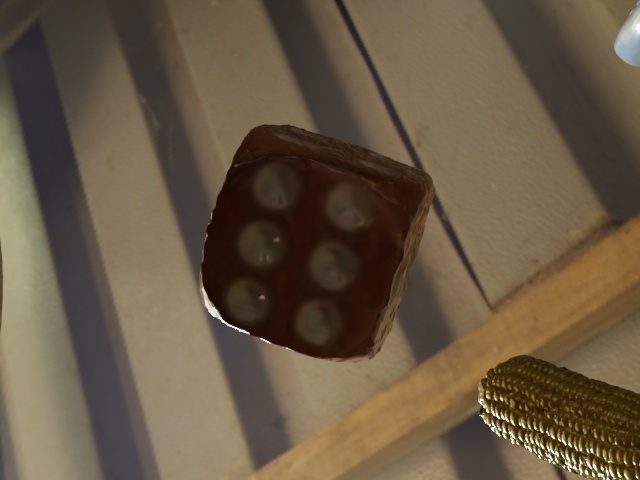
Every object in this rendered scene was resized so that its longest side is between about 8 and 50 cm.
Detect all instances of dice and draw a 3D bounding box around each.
[{"bbox_3d":[0.000,0.000,0.943,0.174,0.179,0.175,19,-81,5],"label":"dice"}]

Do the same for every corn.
[{"bbox_3d":[0.207,0.145,0.830,0.238,0.080,0.080,17,-92,62],"label":"corn"}]

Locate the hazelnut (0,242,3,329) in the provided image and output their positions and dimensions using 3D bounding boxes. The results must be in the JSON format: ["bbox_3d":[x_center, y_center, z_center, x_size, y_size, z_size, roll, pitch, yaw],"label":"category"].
[{"bbox_3d":[-0.362,0.026,0.450,0.402,0.429,0.402,42,-36,41],"label":"hazelnut"}]

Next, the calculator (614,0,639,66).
[{"bbox_3d":[0.311,-0.216,0.840,0.042,0.303,0.188,46,-78,10],"label":"calculator"}]
